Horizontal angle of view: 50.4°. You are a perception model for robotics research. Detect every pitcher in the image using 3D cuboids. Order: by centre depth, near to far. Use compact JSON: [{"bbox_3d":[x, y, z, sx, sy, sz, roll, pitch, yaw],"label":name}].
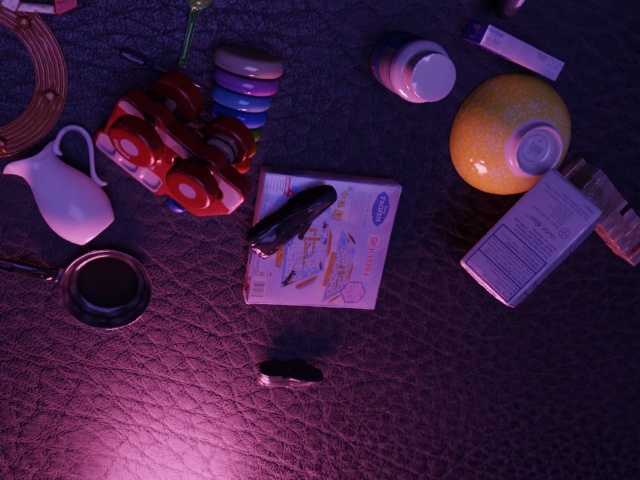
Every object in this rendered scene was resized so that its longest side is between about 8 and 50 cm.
[{"bbox_3d":[-0.496,-0.112,1.367,0.178,0.125,0.207,-41,107,-12],"label":"pitcher"}]

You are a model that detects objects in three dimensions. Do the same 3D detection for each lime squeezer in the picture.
[{"bbox_3d":[-0.217,-0.475,1.284,0.059,0.110,0.310,-3,146,-31],"label":"lime squeezer"}]

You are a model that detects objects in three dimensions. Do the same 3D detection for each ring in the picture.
[{"bbox_3d":[-0.654,-0.313,1.275,0.337,0.032,0.336,-6,115,-13],"label":"ring"}]

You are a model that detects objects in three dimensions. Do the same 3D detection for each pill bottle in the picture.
[{"bbox_3d":[0.189,-0.349,1.373,0.124,0.221,0.124,-6,115,-13],"label":"pill bottle"}]

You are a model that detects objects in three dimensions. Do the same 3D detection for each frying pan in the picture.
[{"bbox_3d":[-0.534,0.109,1.485,0.326,0.053,0.197,-3,114,-11],"label":"frying pan"}]

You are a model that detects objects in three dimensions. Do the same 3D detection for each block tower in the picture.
[{"bbox_3d":[0.727,-0.066,1.715,0.335,0.097,0.091,40,98,-25],"label":"block tower"}]

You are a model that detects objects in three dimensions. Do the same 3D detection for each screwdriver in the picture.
[{"bbox_3d":[-0.320,-0.343,1.361,0.170,0.025,0.024,18,108,-30],"label":"screwdriver"}]

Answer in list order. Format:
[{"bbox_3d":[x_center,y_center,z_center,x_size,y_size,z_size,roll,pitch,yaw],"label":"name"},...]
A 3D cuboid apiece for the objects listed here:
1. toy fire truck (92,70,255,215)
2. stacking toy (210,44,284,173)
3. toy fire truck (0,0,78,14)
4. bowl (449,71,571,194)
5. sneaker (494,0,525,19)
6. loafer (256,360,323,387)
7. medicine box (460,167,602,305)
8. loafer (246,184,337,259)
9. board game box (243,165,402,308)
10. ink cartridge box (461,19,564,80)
[{"bbox_3d":[-0.285,-0.157,1.318,0.302,0.254,0.169,39,57,-12],"label":"toy fire truck"},{"bbox_3d":[-0.172,-0.220,1.392,0.141,0.141,0.330,6,116,-17],"label":"stacking toy"},{"bbox_3d":[-0.548,-0.463,1.216,0.192,0.047,0.135,-17,111,-16],"label":"toy fire truck"},{"bbox_3d":[0.457,-0.222,1.539,0.290,0.156,0.289,-6,115,-13],"label":"bowl"},{"bbox_3d":[0.375,-0.610,1.385,0.163,0.106,0.281,19,99,-14],"label":"sneaker"},{"bbox_3d":[-0.078,0.342,1.713,0.170,0.062,0.061,11,133,-15],"label":"loafer"},{"bbox_3d":[0.489,0.007,1.577,0.289,0.263,0.149,-46,72,8],"label":"medicine box"},{"bbox_3d":[-0.055,-0.040,1.460,0.223,0.076,0.078,-34,121,7],"label":"loafer"},{"bbox_3d":[0.000,0.000,1.567,0.318,0.066,0.318,5,112,-16],"label":"board game box"},{"bbox_3d":[0.417,-0.413,1.475,0.207,0.097,0.046,18,108,-22],"label":"ink cartridge box"}]
